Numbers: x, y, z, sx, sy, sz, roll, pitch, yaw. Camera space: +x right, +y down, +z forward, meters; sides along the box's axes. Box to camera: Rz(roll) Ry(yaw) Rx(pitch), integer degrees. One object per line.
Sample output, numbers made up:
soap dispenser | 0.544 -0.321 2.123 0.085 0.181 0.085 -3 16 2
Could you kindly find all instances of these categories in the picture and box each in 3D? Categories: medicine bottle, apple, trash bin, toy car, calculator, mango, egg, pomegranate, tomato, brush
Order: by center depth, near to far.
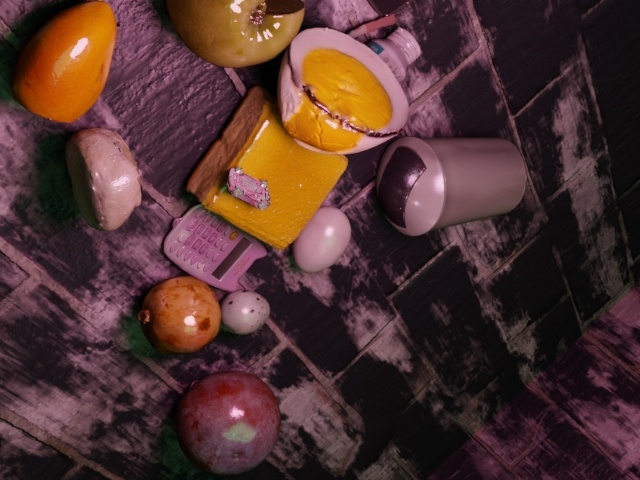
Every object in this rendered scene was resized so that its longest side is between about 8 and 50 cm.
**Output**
mango | -0.505 -0.370 1.484 0.187 0.138 0.257 4 123 -50
apple | -0.176 -0.507 1.544 0.291 0.254 0.292 -15 128 -21
egg | 0.023 -0.325 1.722 0.337 0.337 0.201 4 151 -37
toy car | -0.174 -0.120 1.741 0.055 0.069 0.142 -25 144 33
brush | 0.068 -0.510 1.841 0.301 0.071 0.084 -26 128 -20
medicine bottle | 0.151 -0.447 1.895 0.215 0.135 0.135 -42 134 -5
pomegranate | -0.371 0.202 1.912 0.215 0.215 0.215 -18 128 -25
calculator | -0.289 0.014 1.967 0.194 0.043 0.294 -48 131 3
egg | 0.000 0.000 2.080 0.151 0.151 0.209 13 114 -40
egg | -0.214 0.204 2.087 0.164 0.131 0.131 10 114 -54
trash bin | 0.370 -0.171 2.148 0.432 0.280 0.280 -9 124 -34
tomato | -0.273 0.540 2.177 0.316 0.282 0.317 -10 124 -15

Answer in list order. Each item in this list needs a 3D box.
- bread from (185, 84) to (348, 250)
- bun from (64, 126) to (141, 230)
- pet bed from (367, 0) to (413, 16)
bread | -0.129 -0.175 1.877 0.333 0.143 0.324 33 96 -43
bun | -0.470 -0.139 1.609 0.141 0.239 0.239 -14 126 -29
pet bed | 0.153 -0.676 1.743 0.183 0.159 0.211 -31 137 22
